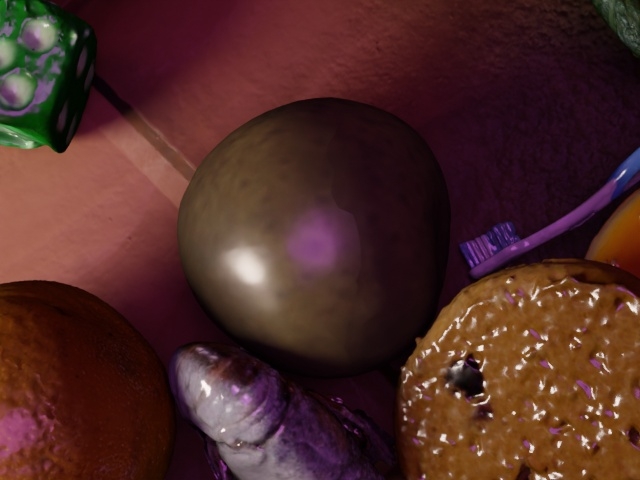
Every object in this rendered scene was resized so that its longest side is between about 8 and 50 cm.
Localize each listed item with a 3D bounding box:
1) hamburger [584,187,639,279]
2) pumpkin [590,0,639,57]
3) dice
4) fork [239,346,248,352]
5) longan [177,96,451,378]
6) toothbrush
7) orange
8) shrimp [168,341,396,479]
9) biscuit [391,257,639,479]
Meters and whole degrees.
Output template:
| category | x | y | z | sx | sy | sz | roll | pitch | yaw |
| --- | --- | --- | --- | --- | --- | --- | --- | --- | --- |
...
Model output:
| category | x | y | z | sx | sy | sz | roll | pitch | yaw |
| --- | --- | --- | --- | --- | --- | --- | --- | --- | --- |
| hamburger | 0.351 | 0.076 | 1.617 | 0.300 | 0.176 | 0.300 | 0 | 80 | 2 |
| pumpkin | 0.373 | -0.242 | 1.620 | 0.263 | 0.293 | 0.197 | -22 | 83 | -44 |
| dice | -0.269 | -0.150 | 1.683 | 0.131 | 0.128 | 0.120 | 18 | 80 | 4 |
| fork | -0.076 | 0.142 | 1.694 | 0.016 | 0.012 | 0.115 | 12 | 76 | -2 |
| longan | 0.000 | 0.000 | 1.609 | 0.246 | 0.215 | 0.246 | -1 | 73 | 5 |
| toothbrush | 0.281 | -0.069 | 1.635 | 0.386 | 0.040 | 0.040 | -31 | 81 | 23 |
| orange | -0.247 | 0.166 | 1.572 | 0.264 | 0.264 | 0.264 | 0 | 81 | 1 |
| shrimp | -0.007 | 0.202 | 1.601 | 0.343 | 0.145 | 0.116 | 48 | 57 | -26 |
| biscuit | 0.194 | 0.151 | 1.533 | 0.296 | 0.075 | 0.295 | 7 | 107 | 23 |
